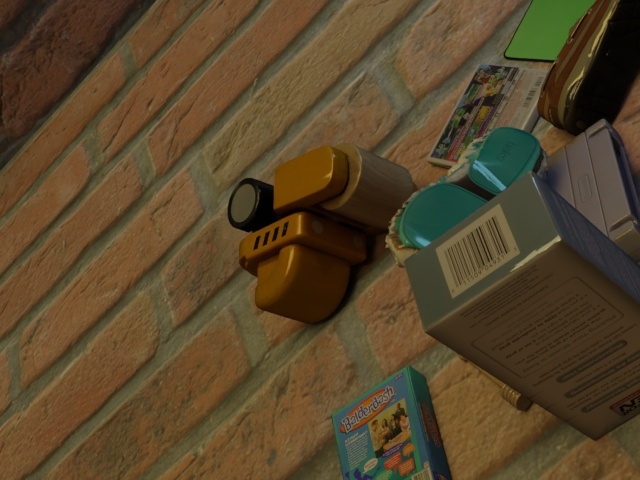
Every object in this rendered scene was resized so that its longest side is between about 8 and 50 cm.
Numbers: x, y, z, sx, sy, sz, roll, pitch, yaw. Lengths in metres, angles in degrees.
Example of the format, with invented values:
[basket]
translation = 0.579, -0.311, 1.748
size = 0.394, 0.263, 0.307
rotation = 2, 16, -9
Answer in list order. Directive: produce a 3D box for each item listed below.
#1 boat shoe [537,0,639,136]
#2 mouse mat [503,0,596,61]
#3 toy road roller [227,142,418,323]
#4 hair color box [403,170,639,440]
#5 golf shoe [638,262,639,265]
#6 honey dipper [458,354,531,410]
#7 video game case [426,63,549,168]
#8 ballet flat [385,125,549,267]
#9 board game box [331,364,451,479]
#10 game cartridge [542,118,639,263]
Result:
[boat shoe]
translation = 0.435, -0.315, 1.642
size = 0.324, 0.122, 0.120
rotation = -57, 33, -4
[mouse mat]
translation = 0.406, -0.387, 1.826
size = 0.152, 0.007, 0.190
rotation = 18, 78, 53
[toy road roller]
translation = 0.000, 0.000, 1.825
size = 0.329, 0.202, 0.241
rotation = -24, 58, 42
[hair color box]
translation = 0.291, 0.091, 1.263
size = 0.185, 0.374, 0.114
rotation = -37, 42, 23
[golf shoe]
translation = 0.369, 0.069, 1.441
size = 0.176, 0.086, 0.069
rotation = -38, 38, 20
[honey dipper]
translation = 0.244, 0.195, 1.529
size = 0.030, 0.030, 0.160
rotation = -55, 33, 0
[video game case]
translation = 0.288, -0.204, 1.800
size = 0.183, 0.023, 0.201
rotation = 19, 78, 53
[ballet flat]
translation = 0.202, -0.023, 1.426
size = 0.147, 0.147, 0.409
rotation = -20, 13, 38
[board game box]
translation = 0.102, 0.312, 1.579
size = 0.160, 0.047, 0.210
rotation = -37, 40, 24
[game cartridge]
translation = 0.334, -0.022, 1.485
size = 0.230, 0.068, 0.355
rotation = -41, 17, 26
